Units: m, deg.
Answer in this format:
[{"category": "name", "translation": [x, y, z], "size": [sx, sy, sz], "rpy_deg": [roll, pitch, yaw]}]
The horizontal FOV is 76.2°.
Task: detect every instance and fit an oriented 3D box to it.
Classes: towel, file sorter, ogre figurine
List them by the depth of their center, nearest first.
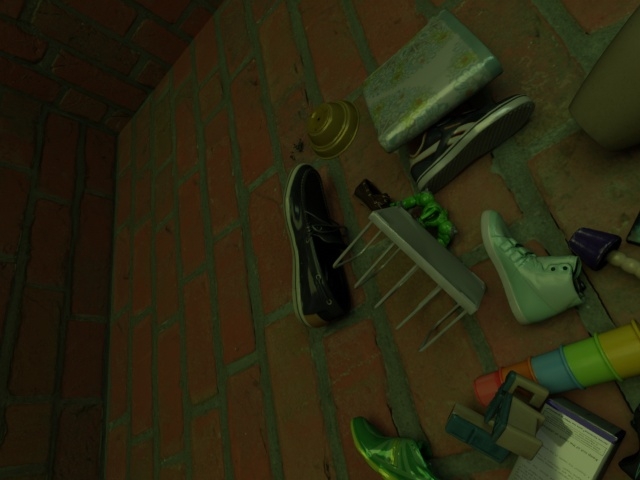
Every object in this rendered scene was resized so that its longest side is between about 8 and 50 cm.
[{"category": "file sorter", "translation": [0.198, 0.081, 0.918], "size": [0.277, 0.192, 0.173], "rpy_deg": [45, 115, 14]}, {"category": "ogre figurine", "translation": [0.265, -0.041, 1.026], "size": [0.118, 0.096, 0.197], "rpy_deg": [-44, 44, 34]}, {"category": "towel", "translation": [0.270, -0.428, 1.092], "size": [0.320, 0.090, 0.375], "rpy_deg": [-37, 36, 26]}]

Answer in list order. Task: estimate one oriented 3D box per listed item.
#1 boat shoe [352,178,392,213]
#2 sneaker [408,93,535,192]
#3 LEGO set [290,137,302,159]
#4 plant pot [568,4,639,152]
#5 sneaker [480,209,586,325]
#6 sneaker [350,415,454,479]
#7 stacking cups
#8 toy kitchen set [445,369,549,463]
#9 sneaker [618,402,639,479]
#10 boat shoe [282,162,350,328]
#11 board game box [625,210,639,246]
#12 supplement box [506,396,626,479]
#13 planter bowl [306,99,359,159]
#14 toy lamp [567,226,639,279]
[{"category": "boat shoe", "translation": [0.164, -0.105, 1.155], "size": [0.073, 0.073, 0.207], "rpy_deg": [-56, 48, 17]}, {"category": "sneaker", "translation": [0.346, -0.259, 1.002], "size": [0.321, 0.126, 0.128], "rpy_deg": [-39, 59, 29]}, {"category": "LEGO set", "translation": [-0.084, -0.336, 1.503], "size": [0.083, 0.023, 0.054], "rpy_deg": [-50, 45, 36]}, {"category": "plant pot", "translation": [0.605, -0.295, 0.718], "size": [0.274, 0.256, 0.257], "rpy_deg": [-49, 47, 41]}, {"category": "sneaker", "translation": [0.439, 0.030, 0.840], "size": [0.151, 0.094, 0.256], "rpy_deg": [-31, 67, 39]}, {"category": "sneaker", "translation": [0.189, 0.498, 0.931], "size": [0.295, 0.109, 0.124], "rpy_deg": [28, 74, 45]}, {"category": "stacking cups", "translation": [0.446, 0.253, 0.767], "size": [0.316, 0.095, 0.096], "rpy_deg": [-36, 54, 31]}, {"category": "toy kitchen set", "translation": [0.303, 0.343, 0.741], "size": [0.122, 0.166, 0.207], "rpy_deg": [25, 122, 22]}, {"category": "sneaker", "translation": [0.562, 0.275, 0.644], "size": [0.106, 0.101, 0.268], "rpy_deg": [16, 87, 47]}, {"category": "boat shoe", "translation": [0.000, 0.000, 1.206], "size": [0.155, 0.186, 0.501], "rpy_deg": [-16, 71, 33]}, {"category": "board game box", "translation": [0.653, -0.062, 0.721], "size": [0.126, 0.026, 0.186], "rpy_deg": [27, 95, 45]}, {"category": "supplement box", "translation": [0.422, 0.404, 0.721], "size": [0.113, 0.111, 0.220], "rpy_deg": [26, 94, 45]}, {"category": "planter bowl", "translation": [0.019, -0.391, 1.374], "size": [0.217, 0.090, 0.218], "rpy_deg": [-15, 67, 38]}, {"category": "toy lamp", "translation": [0.577, 0.063, 0.715], "size": [0.274, 0.080, 0.080], "rpy_deg": [43, 106, 43]}]
